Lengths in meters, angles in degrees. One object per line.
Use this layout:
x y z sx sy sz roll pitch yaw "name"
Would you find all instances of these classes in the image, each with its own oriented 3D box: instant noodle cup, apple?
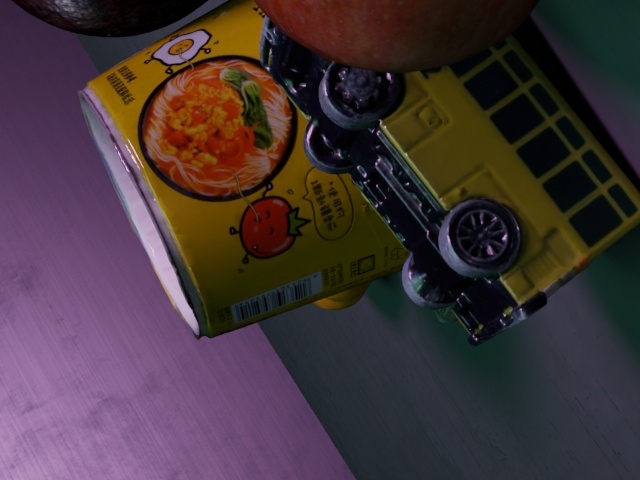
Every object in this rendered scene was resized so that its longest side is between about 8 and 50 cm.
-0.050 -0.073 0.956 0.325 0.254 0.325 58 167 23 "instant noodle cup"
0.040 -0.190 0.566 0.188 0.188 0.174 50 152 37 "apple"

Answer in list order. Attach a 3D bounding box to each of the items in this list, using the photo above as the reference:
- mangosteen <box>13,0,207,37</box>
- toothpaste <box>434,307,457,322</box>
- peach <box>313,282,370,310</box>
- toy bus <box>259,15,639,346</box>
-0.199 -0.316 0.898 0.300 0.300 0.300 55 165 22 "mangosteen"
0.137 0.041 1.026 0.048 0.029 0.197 60 164 18 "toothpaste"
0.000 0.000 1.280 0.179 0.103 0.179 58 168 21 "peach"
0.084 -0.073 0.723 0.262 0.150 0.128 53 165 6 "toy bus"
